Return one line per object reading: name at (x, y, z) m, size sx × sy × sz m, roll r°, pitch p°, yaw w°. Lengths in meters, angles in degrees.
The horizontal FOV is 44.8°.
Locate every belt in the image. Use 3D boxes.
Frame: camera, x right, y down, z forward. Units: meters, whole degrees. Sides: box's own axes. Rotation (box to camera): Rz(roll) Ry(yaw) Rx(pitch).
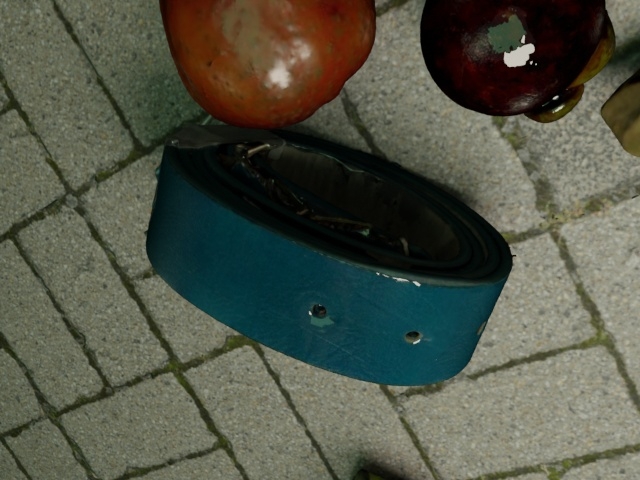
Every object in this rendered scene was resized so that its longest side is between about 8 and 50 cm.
belt at (0.001, 0.001, 0.930) m, size 0.437 × 0.300 × 0.173 m, roll 28°, pitch 119°, yaw 14°

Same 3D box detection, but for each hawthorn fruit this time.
hawthorn fruit at (-0.083, -0.280, 0.863) m, size 0.254 × 0.254 × 0.300 m, roll -27°, pitch 115°, yaw 31°

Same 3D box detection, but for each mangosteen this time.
mangosteen at (0.204, -0.219, 0.808) m, size 0.210 × 0.210 × 0.209 m, roll 9°, pitch 116°, yaw 20°

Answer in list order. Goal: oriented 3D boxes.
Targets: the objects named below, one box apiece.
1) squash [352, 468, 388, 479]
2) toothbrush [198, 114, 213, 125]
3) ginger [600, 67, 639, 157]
squash at (0.176, 0.517, 1.130) m, size 0.309 × 0.310 × 0.310 m, roll 11°, pitch 118°, yaw -3°
toothbrush at (-0.178, -0.143, 1.110) m, size 0.022 × 0.017 × 0.204 m, roll 29°, pitch 121°, yaw -3°
ginger at (0.483, -0.199, 0.687) m, size 0.358 × 0.211 × 0.413 m, roll 32°, pitch 121°, yaw 5°
